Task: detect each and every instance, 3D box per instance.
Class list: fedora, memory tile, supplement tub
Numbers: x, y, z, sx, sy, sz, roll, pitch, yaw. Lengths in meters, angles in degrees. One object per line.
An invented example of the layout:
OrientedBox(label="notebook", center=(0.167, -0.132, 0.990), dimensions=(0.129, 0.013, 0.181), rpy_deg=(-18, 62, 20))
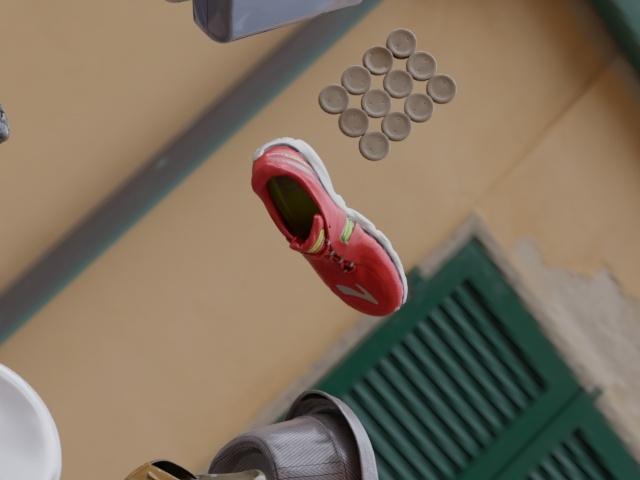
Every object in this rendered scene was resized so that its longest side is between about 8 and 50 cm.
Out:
OrientedBox(label="fedora", center=(-0.045, 0.280, 1.769), dimensions=(0.275, 0.124, 0.243), rpy_deg=(137, -51, -57))
OrientedBox(label="memory tile", center=(0.080, -0.174, 2.022), dimensions=(0.113, 0.148, 0.012), rpy_deg=(48, -13, 5))
OrientedBox(label="supplement tub", center=(-0.434, 0.284, 1.857), dimensions=(0.228, 0.228, 0.316), rpy_deg=(46, -41, 4))

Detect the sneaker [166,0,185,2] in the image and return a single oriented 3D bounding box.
OrientedBox(label="sneaker", center=(-0.042, -0.274, 1.738), dimensions=(0.262, 0.099, 0.121), rpy_deg=(-15, -56, 23))

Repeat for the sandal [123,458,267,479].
OrientedBox(label="sandal", center=(-0.138, 0.225, 1.570), dimensions=(0.072, 0.180, 0.049), rpy_deg=(-111, -167, -77))

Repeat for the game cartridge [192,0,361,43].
OrientedBox(label="game cartridge", center=(-0.004, -0.296, 1.356), dimensions=(0.062, 0.198, 0.297), rpy_deg=(38, -49, 22))

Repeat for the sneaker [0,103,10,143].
OrientedBox(label="sneaker", center=(-0.469, -0.171, 1.899), dimensions=(0.267, 0.106, 0.101), rpy_deg=(33, 22, -36))

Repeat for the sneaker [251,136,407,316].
OrientedBox(label="sneaker", center=(0.000, 0.000, 2.163), dimensions=(0.279, 0.107, 0.118), rpy_deg=(49, 23, -11))
